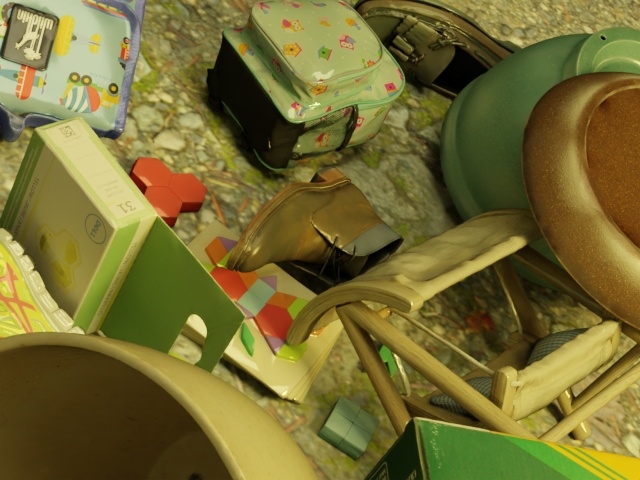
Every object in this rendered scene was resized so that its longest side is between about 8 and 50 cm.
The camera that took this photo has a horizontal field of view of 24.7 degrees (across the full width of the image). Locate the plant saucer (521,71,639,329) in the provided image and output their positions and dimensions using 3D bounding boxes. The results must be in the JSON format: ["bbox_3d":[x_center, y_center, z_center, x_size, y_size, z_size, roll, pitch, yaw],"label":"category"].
[{"bbox_3d":[0.342,-0.047,1.441,0.311,0.050,0.310,14,55,-22],"label":"plant saucer"}]

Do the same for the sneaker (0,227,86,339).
[{"bbox_3d":[-0.281,0.061,1.237,0.208,0.081,0.094,46,46,14],"label":"sneaker"}]

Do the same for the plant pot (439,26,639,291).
[{"bbox_3d":[0.305,-0.113,1.618,0.293,0.196,0.293,12,59,-20],"label":"plant pot"}]

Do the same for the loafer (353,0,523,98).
[{"bbox_3d":[0.160,-0.214,1.753,0.267,0.096,0.084,20,49,-16],"label":"loafer"}]

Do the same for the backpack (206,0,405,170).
[{"bbox_3d":[-0.005,-0.179,1.582,0.188,0.144,0.166,-11,52,-41],"label":"backpack"}]

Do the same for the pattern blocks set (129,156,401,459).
[{"bbox_3d":[-0.068,0.063,1.401,0.325,0.026,0.285,27,42,-7],"label":"pattern blocks set"}]

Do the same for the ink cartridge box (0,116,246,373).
[{"bbox_3d":[-0.181,0.034,1.252,0.056,0.171,0.235,-22,65,-42],"label":"ink cartridge box"}]

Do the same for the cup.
[{"bbox_3d":[-0.121,0.226,1.043,0.331,0.331,0.237,50,20,19],"label":"cup"}]

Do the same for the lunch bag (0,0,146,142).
[{"bbox_3d":[-0.299,-0.223,1.481,0.221,0.138,0.293,15,57,-20],"label":"lunch bag"}]

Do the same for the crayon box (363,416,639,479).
[{"bbox_3d":[0.182,0.259,1.235,0.323,0.203,0.083,12,46,-21],"label":"crayon box"}]

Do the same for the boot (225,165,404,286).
[{"bbox_3d":[0.000,0.000,1.424,0.106,0.082,0.219,39,35,11],"label":"boot"}]

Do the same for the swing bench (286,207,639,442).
[{"bbox_3d":[0.154,0.096,1.379,0.253,0.165,0.254,-25,71,-46],"label":"swing bench"}]
